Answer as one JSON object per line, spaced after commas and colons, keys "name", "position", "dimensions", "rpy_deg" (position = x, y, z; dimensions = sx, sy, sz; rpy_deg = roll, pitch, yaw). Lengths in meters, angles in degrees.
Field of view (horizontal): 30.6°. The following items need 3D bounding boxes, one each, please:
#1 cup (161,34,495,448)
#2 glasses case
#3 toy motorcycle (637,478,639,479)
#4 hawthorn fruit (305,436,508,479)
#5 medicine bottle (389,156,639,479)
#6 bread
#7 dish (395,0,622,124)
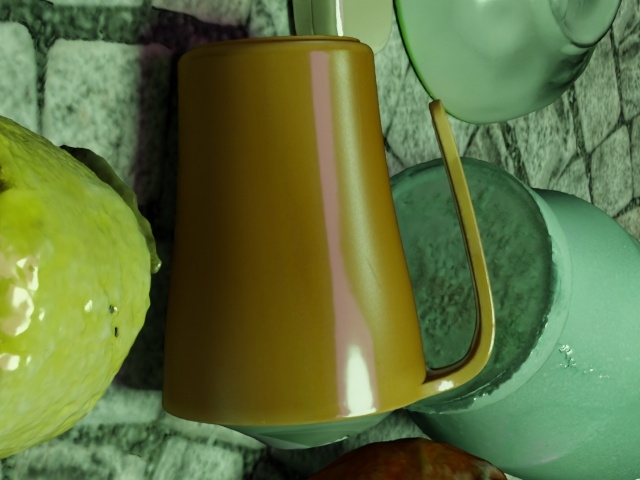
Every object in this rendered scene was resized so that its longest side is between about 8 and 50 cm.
{"name": "cup", "position": [0.000, 0.000, 0.785], "dimensions": [0.182, 0.226, 0.264], "rpy_deg": [-56, 143, -84]}
{"name": "glasses case", "position": [0.014, -0.234, 0.882], "dimensions": [0.083, 0.050, 0.196], "rpy_deg": [-22, 114, -52]}
{"name": "toy motorcycle", "position": [0.399, 0.159, 1.349], "dimensions": [0.241, 0.182, 0.319], "rpy_deg": [42, 65, -48]}
{"name": "hawthorn fruit", "position": [0.071, 0.269, 0.930], "dimensions": [0.271, 0.241, 0.242], "rpy_deg": [19, 80, -85]}
{"name": "medicine bottle", "position": [0.163, 0.072, 0.972], "dimensions": [0.290, 0.245, 0.245], "rpy_deg": [29, 74, -52]}
{"name": "bread", "position": [-0.189, 0.016, 0.568], "dimensions": [0.170, 0.197, 0.197], "rpy_deg": [7, 91, -66]}
{"name": "dish", "position": [0.203, -0.263, 1.063], "dimensions": [0.324, 0.124, 0.324], "rpy_deg": [-14, 108, -51]}
